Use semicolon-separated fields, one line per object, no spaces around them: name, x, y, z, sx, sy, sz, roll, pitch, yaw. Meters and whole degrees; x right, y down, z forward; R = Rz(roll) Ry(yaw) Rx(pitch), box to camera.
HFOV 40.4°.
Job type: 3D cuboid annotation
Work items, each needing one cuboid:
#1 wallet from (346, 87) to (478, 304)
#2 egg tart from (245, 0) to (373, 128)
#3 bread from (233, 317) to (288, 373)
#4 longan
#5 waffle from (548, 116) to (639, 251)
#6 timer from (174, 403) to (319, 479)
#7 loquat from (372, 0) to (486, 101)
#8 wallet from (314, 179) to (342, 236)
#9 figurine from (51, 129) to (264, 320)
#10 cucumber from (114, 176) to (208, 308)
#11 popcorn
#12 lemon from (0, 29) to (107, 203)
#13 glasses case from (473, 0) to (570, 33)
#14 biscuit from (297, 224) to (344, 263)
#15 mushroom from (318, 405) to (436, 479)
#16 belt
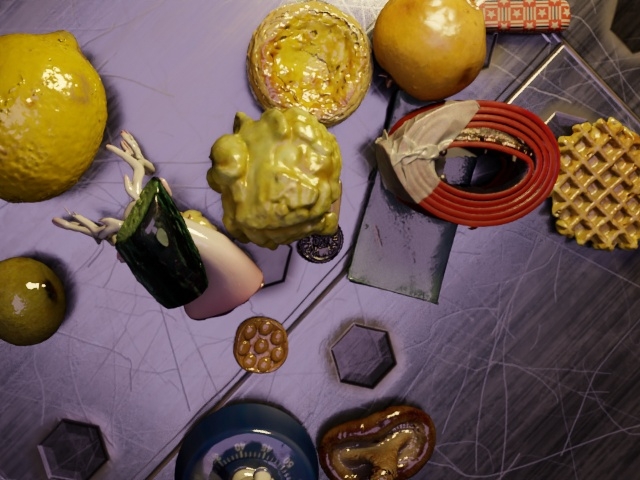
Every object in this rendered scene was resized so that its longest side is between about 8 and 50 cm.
wallet;0.181;-0.084;1.624;0.191;0.046;0.379;15;92;-7
egg tart;-0.021;-0.313;1.561;0.234;0.094;0.234;-1;95;-9
bread;-0.111;0.197;1.623;0.110;0.024;0.110;-1;95;-8
longan;-0.528;0.109;1.522;0.145;0.176;0.154;7;67;-47
waffle;0.548;-0.108;1.660;0.249;0.056;0.253;13;92;-7
timer;-0.118;0.452;1.462;0.270;0.383;0.270;-1;95;-7
loquat;0.194;-0.347;1.533;0.208;0.208;0.208;0;94;-6
wallet;-0.038;-0.069;1.594;0.153;0.039;0.118;4;84;4
figurine;-0.289;-0.012;1.501;0.206;0.284;0.315;-47;122;-11
cucumber;-0.245;0.013;1.348;0.115;0.086;0.193;-36;116;-20
popcorn;-0.072;-0.101;1.490;0.255;0.195;0.256;32;101;5
lemon;-0.485;-0.207;1.435;0.258;0.258;0.310;31;91;-8
glasses case;0.366;-0.423;1.618;0.194;0.049;0.073;0;93;-6
biscuit;0.000;0.000;1.619;0.087;0.027;0.089;3;95;-7
mushroom;0.120;0.395;1.565;0.227;0.217;0.148;-24;96;-6
belt;0.256;-0.136;1.542;0.324;0.115;0.227;-1;97;-14
